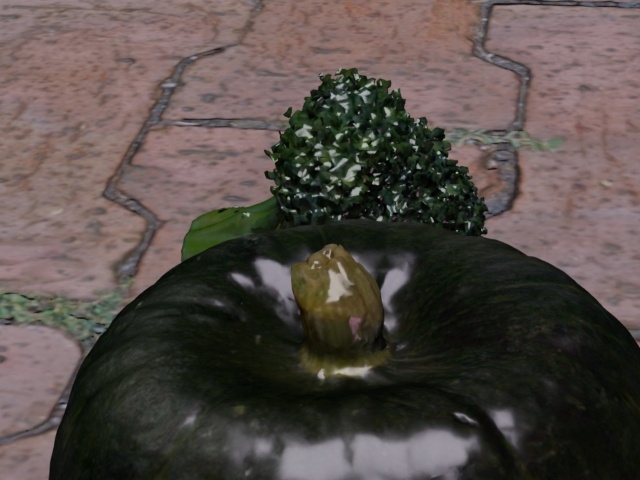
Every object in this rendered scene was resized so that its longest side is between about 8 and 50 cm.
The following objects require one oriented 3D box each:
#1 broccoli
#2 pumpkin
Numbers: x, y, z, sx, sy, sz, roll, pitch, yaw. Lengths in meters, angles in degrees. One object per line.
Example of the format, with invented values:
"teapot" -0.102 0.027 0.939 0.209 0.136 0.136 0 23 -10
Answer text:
"broccoli" 0.000 0.000 1.068 0.194 0.194 0.219 28 2 42
"pumpkin" 0.022 0.105 0.821 0.300 0.207 0.300 -1 28 1
